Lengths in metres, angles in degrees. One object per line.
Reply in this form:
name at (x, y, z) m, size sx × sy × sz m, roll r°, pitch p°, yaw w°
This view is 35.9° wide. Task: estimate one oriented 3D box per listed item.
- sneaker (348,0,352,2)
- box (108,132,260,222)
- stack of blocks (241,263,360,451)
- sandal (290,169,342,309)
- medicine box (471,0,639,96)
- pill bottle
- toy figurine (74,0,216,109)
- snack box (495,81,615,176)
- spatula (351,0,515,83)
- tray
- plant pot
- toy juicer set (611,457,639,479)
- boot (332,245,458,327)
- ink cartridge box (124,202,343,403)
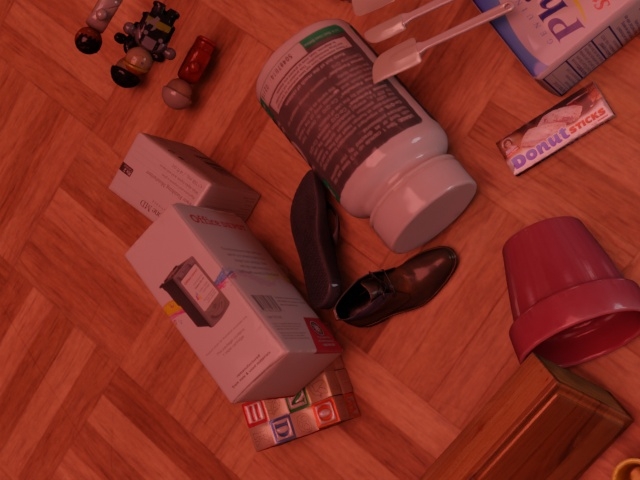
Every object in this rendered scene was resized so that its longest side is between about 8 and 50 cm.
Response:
sneaker at (0.007, -0.482, 1.715) m, size 0.235 × 0.090 × 0.094 m, roll 28°, pitch 90°, yaw 23°
box at (-0.238, -0.087, 1.753) m, size 0.181 × 0.182 × 0.119 m, roll 35°, pitch 101°, yaw 23°
stack of blocks at (-0.067, 0.193, 1.707) m, size 0.171 × 0.087 × 0.297 m, roll -25°, pitch 76°, yaw 22°
sandal at (0.000, 0.001, 1.687) m, size 0.097 × 0.054 × 0.254 m, roll -40°, pitch 51°, yaw 49°
medicine box at (0.381, -0.415, 1.493) m, size 0.289 × 0.149 × 0.263 m, roll -39°, pitch 71°, yaw 18°
pill bottle at (0.074, -0.167, 1.596) m, size 0.204 × 0.204 × 0.361 m, roll -44°, pitch 69°, yaw 17°
toy figurine at (-0.322, -0.348, 1.792) m, size 0.213 × 0.209 × 0.148 m, roll 28°, pitch 89°, yaw 26°
snack box at (0.368, -0.174, 1.555) m, size 0.178 × 0.022 × 0.064 m, roll -33°, pitch 75°, yaw 20°
spatula at (0.164, -0.357, 1.492) m, size 0.242 × 0.019 × 0.168 m, roll -22°, pitch 66°, yaw 27°
tray at (0.259, 0.368, 1.473) m, size 0.411 × 0.203 × 0.076 m, roll -52°, pitch 38°, yaw 14°
plant pot at (0.360, 0.072, 1.464) m, size 0.201 × 0.201 × 0.180 m, roll -29°, pitch 59°, yaw 22°
toy juicer set at (0.576, 0.270, 1.393) m, size 0.209 × 0.089 × 0.329 m, roll 32°, pitch 100°, yaw 24°
boot at (0.121, 0.080, 1.613) m, size 0.219 × 0.106 × 0.082 m, roll -36°, pitch 73°, yaw 20°
ink cartridge box at (-0.133, 0.100, 1.571) m, size 0.131 × 0.226 × 0.306 m, roll -46°, pitch 69°, yaw 14°
